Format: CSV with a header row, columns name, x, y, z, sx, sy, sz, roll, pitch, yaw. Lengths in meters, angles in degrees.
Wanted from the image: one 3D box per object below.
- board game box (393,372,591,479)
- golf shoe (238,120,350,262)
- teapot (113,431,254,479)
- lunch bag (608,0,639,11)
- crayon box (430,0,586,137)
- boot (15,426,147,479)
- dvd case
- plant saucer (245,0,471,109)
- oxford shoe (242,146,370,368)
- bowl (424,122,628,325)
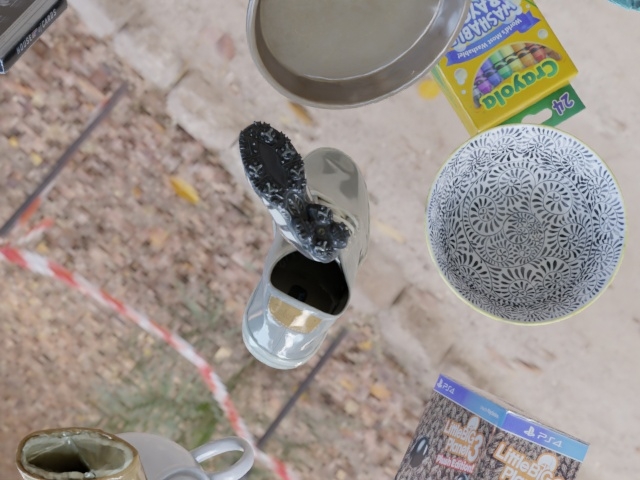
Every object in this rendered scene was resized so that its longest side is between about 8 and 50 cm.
name,x,y,z,sx,sy,sz,roll,pitch,yaw
board game box,0.215,0.367,1.669,0.141,0.291,0.232,24,178,-18
golf shoe,-0.047,-0.053,1.470,0.198,0.077,0.094,59,160,1
teapot,-0.226,0.384,1.633,0.187,0.255,0.253,-5,162,38
lunch bag,0.479,-0.513,1.849,0.262,0.223,0.160,48,155,-6
crayon box,0.295,-0.320,2.016,0.322,0.203,0.083,59,178,6
boot,-0.194,0.305,1.325,0.236,0.089,0.269,-3,142,3
dvd case,-0.491,-0.296,1.598,0.239,0.179,0.029,10,133,15
plant saucer,0.044,-0.275,1.363,0.278,0.278,0.041,60,-177,-47
oxford shoe,0.000,0.000,1.777,0.169,0.449,0.130,26,133,-6
bowl,0.169,-0.010,1.010,0.170,0.170,0.080,37,174,3
